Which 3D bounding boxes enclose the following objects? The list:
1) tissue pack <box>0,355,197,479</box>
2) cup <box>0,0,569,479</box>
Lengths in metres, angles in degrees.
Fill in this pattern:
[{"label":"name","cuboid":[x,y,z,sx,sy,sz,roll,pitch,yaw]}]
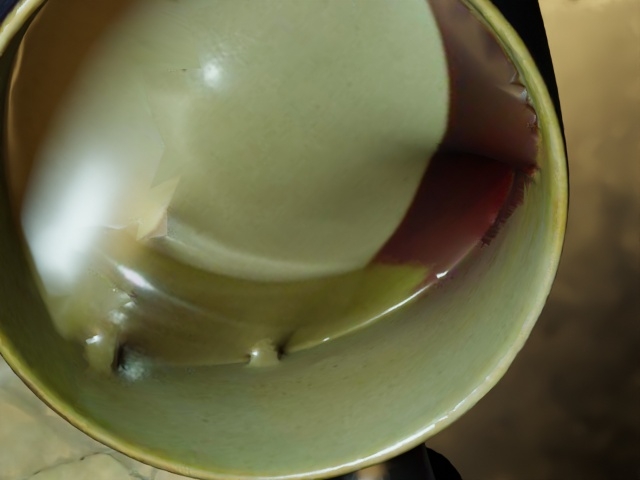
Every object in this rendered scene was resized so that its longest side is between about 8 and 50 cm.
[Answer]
[{"label":"tissue pack","cuboid":[-0.060,-0.070,0.735,0.228,0.382,0.293,9,111,-1]},{"label":"cup","cuboid":[0.011,-0.013,0.462,0.166,0.177,0.239,-40,107,13]}]
